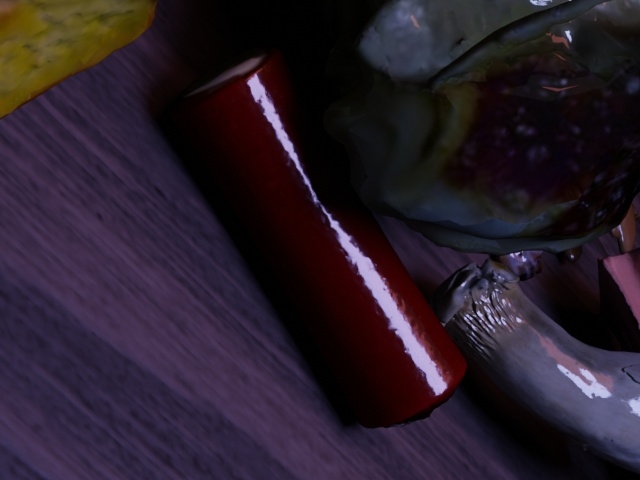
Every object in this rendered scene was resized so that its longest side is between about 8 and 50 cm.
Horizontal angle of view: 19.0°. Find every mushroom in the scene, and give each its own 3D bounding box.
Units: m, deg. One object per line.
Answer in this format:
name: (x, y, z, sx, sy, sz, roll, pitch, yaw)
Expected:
mushroom: (0.172, 0.089, 1.294, 0.223, 0.081, 0.092, 26, 69, -10)

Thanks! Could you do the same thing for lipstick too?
lipstick: (0.000, 0.000, 1.149, 0.241, 0.080, 0.080, 59, 31, -13)

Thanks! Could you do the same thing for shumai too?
shumai: (0.117, -0.150, 1.169, 0.395, 0.395, 0.348, 45, 42, -32)

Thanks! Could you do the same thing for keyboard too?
keyboard: (0.016, -0.108, 1.316, 0.204, 0.013, 0.061, 51, 33, -25)

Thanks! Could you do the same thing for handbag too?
handbag: (0.271, 0.116, 1.438, 0.157, 0.059, 0.212, 74, -4, -65)

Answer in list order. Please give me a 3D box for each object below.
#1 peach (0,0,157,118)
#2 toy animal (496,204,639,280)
peach: (-0.245, -0.186, 0.739, 0.380, 0.242, 0.306, 49, 10, -3)
toy animal: (0.194, -0.027, 1.485, 0.188, 0.089, 0.179, 38, 57, -40)
